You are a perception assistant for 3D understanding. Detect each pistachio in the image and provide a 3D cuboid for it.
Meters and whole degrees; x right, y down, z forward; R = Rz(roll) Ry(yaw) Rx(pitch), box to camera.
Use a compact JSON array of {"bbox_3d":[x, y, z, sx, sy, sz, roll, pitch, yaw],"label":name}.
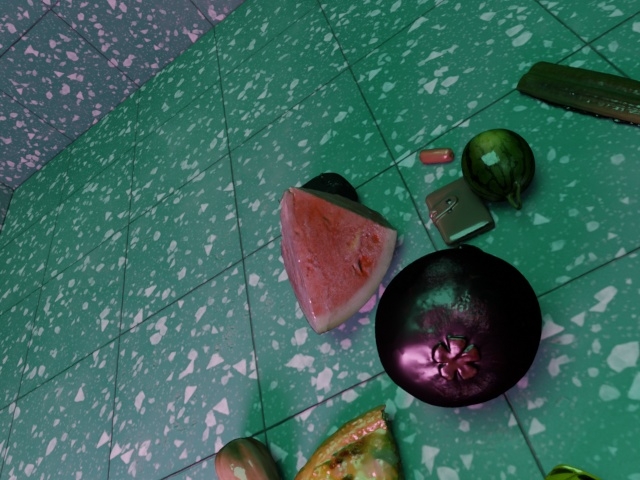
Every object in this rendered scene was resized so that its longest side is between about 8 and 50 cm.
[{"bbox_3d":[-0.140,0.468,1.001,0.186,0.108,0.126,36,118,43],"label":"pistachio"}]

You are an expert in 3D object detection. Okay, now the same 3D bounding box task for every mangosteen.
[{"bbox_3d":[0.229,0.133,0.870,0.275,0.274,0.302,-30,10,18],"label":"mangosteen"}]

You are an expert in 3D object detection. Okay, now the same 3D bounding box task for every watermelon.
[{"bbox_3d":[0.028,0.033,1.080,0.283,0.292,0.250,-40,65,5],"label":"watermelon"},{"bbox_3d":[0.357,-0.133,1.008,0.141,0.141,0.187,-22,60,25],"label":"watermelon"}]

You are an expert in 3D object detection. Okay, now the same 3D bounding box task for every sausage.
[{"bbox_3d":[0.274,-0.201,1.197,0.083,0.034,0.034,3,63,39],"label":"sausage"}]

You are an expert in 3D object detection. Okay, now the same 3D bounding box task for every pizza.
[{"bbox_3d":[0.084,0.445,0.860,0.279,0.075,0.288,-52,43,-3],"label":"pizza"}]

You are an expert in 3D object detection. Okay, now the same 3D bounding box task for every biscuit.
[{"bbox_3d":[0.559,-0.311,1.050,0.099,0.038,0.322,-47,43,-3],"label":"biscuit"}]

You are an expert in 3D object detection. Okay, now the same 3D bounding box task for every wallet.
[{"bbox_3d":[0.293,-0.065,1.084,0.118,0.039,0.152,-29,48,16],"label":"wallet"}]

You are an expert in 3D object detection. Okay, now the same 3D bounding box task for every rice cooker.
[{"bbox_3d":[-0.005,-0.083,1.270,0.203,0.118,0.142,-40,35,-4],"label":"rice cooker"}]

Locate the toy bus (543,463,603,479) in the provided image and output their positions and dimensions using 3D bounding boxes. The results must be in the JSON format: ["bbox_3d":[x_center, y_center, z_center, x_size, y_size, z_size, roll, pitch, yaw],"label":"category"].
[{"bbox_3d":[0.288,0.452,0.638,0.144,0.152,0.330,21,75,46],"label":"toy bus"}]
